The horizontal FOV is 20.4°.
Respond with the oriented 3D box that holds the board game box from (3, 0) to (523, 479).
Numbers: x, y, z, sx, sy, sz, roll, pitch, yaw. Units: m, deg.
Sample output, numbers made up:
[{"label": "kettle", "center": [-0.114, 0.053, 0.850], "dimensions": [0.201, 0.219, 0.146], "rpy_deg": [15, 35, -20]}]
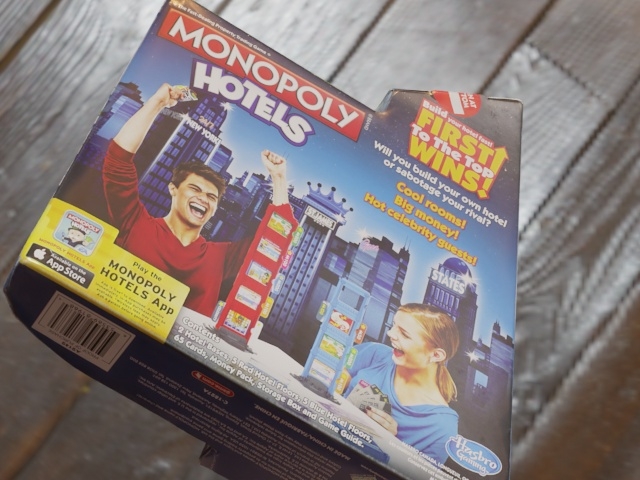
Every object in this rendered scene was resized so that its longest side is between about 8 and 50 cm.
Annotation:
[{"label": "board game box", "center": [0.000, 0.000, 0.677], "dimensions": [0.194, 0.060, 0.194], "rpy_deg": [31, 49, -9]}]
